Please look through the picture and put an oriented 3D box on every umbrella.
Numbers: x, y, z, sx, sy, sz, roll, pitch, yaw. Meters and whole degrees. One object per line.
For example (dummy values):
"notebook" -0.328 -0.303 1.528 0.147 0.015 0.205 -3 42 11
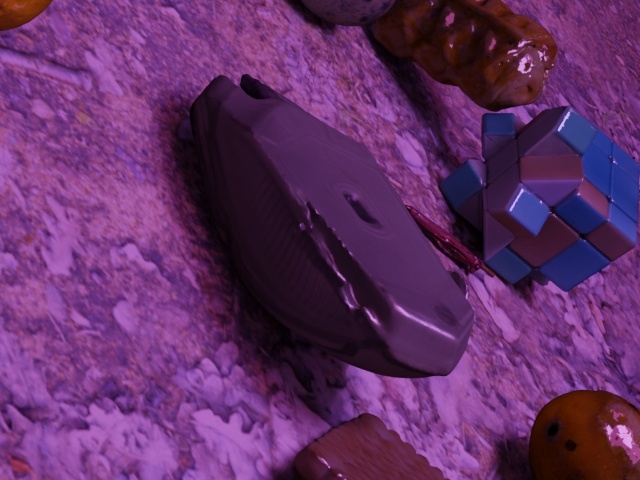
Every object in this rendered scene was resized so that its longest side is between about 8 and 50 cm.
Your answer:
"umbrella" 0.164 0.003 2.260 0.165 0.025 0.027 38 50 -26

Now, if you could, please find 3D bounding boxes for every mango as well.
"mango" 0.357 0.324 2.074 0.176 0.175 0.329 -28 103 -25

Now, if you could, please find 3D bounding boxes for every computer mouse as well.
"computer mouse" -0.003 0.000 1.866 0.228 0.145 0.429 4 43 -48

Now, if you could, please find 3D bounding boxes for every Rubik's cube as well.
"Rubik's cube" 0.301 -0.076 2.365 0.213 0.224 0.265 38 36 -19

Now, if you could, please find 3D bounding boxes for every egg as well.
"egg" 0.024 -0.361 2.319 0.182 0.141 0.141 34 33 -26

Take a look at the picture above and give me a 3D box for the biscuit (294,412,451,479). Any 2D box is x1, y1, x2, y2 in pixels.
"biscuit" 0.126 0.297 1.729 0.325 0.044 0.217 40 14 11

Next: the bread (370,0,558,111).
"bread" 0.203 -0.277 2.427 0.268 0.152 0.130 35 -20 28

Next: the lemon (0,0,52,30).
"lemon" -0.316 -0.287 1.649 0.170 0.170 0.207 39 34 -30
